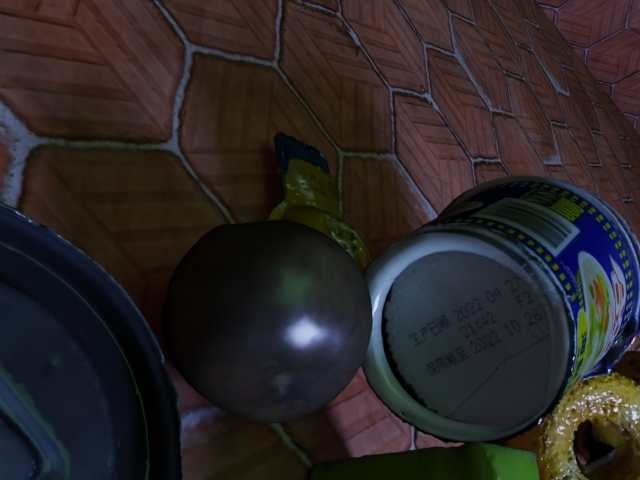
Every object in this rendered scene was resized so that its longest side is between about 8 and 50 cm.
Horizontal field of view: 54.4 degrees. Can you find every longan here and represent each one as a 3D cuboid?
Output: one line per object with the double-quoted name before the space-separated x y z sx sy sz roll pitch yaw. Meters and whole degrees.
"longan" -0.042 0.061 0.507 0.187 0.167 0.167 67 13 -67

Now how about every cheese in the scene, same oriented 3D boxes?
"cheese" 0.000 0.000 0.684 0.177 0.069 0.270 18 53 -44

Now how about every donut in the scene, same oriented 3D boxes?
"donut" 0.374 0.291 0.863 0.254 0.118 0.253 3 78 -13

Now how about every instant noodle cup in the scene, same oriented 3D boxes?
"instant noodle cup" 0.187 0.068 0.657 0.312 0.284 0.284 -11 77 -61

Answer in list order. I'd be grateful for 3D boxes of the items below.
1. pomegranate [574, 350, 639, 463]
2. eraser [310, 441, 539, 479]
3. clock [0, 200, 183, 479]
"pomegranate" 0.518 0.289 1.016 0.215 0.215 0.215 29 48 -38
"eraser" 0.081 0.301 0.480 0.092 0.210 0.274 33 47 -34
"clock" -0.223 0.124 0.335 0.325 0.067 0.325 28 49 -38
